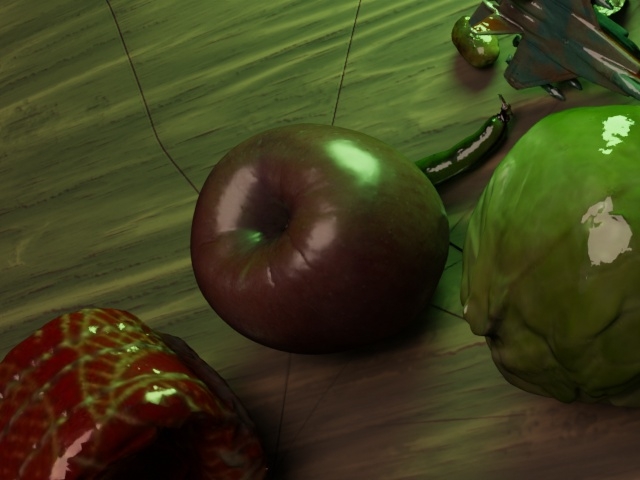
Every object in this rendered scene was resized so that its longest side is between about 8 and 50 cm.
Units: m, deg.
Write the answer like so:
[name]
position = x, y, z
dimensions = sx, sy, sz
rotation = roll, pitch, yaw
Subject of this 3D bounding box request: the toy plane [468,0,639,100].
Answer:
[toy plane]
position = 0.320, -0.229, 1.797
dimensions = 0.326, 0.223, 0.104
rotation = 30, 47, 16

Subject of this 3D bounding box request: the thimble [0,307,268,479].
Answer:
[thimble]
position = -0.253, 0.275, 1.827
dimensions = 0.350, 0.350, 0.230
rotation = -51, 47, 4

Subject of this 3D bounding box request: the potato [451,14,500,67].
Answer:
[potato]
position = 0.196, -0.253, 1.944
dimensions = 0.051, 0.040, 0.083
rotation = -45, 50, 16

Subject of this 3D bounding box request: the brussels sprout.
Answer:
[brussels sprout]
position = 0.299, 0.014, 1.613
dimensions = 0.328, 0.247, 0.328
rotation = -173, 90, -66

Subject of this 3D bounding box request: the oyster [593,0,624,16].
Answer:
[oyster]
position = 0.321, -0.347, 1.887
dimensions = 0.106, 0.061, 0.199
rotation = -32, 54, 21

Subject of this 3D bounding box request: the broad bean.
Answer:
[broad bean]
position = 0.146, -0.100, 1.910
dimensions = 0.227, 0.039, 0.069
rotation = -29, 61, 20

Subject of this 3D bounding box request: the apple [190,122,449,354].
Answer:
[apple]
position = 0.000, 0.000, 1.836
dimensions = 0.306, 0.235, 0.305
rotation = -13, 66, 31
